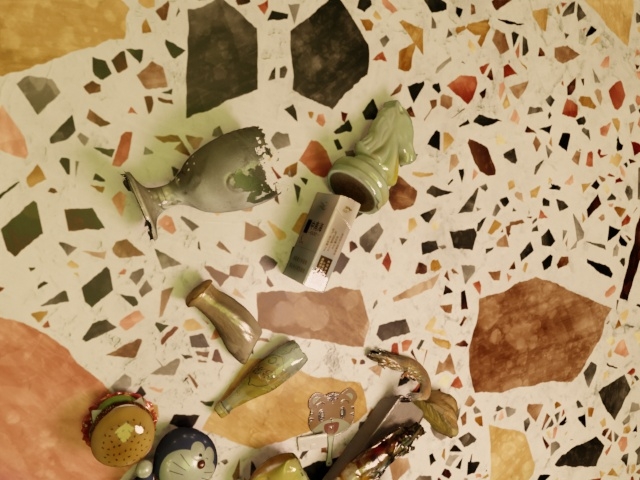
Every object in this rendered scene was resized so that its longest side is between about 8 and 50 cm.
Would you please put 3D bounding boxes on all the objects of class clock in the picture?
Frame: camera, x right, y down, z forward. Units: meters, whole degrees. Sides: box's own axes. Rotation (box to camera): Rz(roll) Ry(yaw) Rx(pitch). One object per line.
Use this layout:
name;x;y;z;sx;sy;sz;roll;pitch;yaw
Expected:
clock;-0.362;0.567;1.395;0.243;0.147;0.199;-48;128;-8

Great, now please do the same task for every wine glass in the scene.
wine glass;-0.260;-0.136;1.328;0.357;0.190;0.190;-21;105;-15

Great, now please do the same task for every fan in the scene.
fan;0.032;0.534;1.637;0.153;0.008;0.226;0;96;-24

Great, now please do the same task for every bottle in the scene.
bottle;-0.157;0.363;1.494;0.270;0.083;0.083;-34;109;-11

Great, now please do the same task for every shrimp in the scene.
shrimp;0.165;0.664;1.605;0.365;0.071;0.233;-36;117;-15
shrimp;0.226;0.388;1.647;0.219;0.152;0.046;26;129;-18

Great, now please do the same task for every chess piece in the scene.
chess piece;0.162;-0.225;1.532;0.176;0.176;0.298;47;65;-22

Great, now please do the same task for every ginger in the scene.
ginger;0.366;0.501;1.680;0.123;0.193;0.115;-16;109;-21

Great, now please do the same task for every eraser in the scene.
eraser;0.149;0.602;1.663;0.111;0.077;0.352;42;80;-20

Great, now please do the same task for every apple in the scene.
apple;-0.114;0.670;1.532;0.193;0.120;0.264;-21;117;-3

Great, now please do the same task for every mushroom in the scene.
mushroom;-0.226;0.198;1.434;0.247;0.108;0.096;53;35;-22

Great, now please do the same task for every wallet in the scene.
wallet;-0.023;0.563;1.608;0.083;0.011;0.044;-6;103;-12

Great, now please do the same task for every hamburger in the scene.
hamburger;-0.460;0.445;1.341;0.175;0.137;0.175;-5;101;-26

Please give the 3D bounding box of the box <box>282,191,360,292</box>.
box;0.000;0.000;1.473;0.067;0.155;0.242;24;88;-26
